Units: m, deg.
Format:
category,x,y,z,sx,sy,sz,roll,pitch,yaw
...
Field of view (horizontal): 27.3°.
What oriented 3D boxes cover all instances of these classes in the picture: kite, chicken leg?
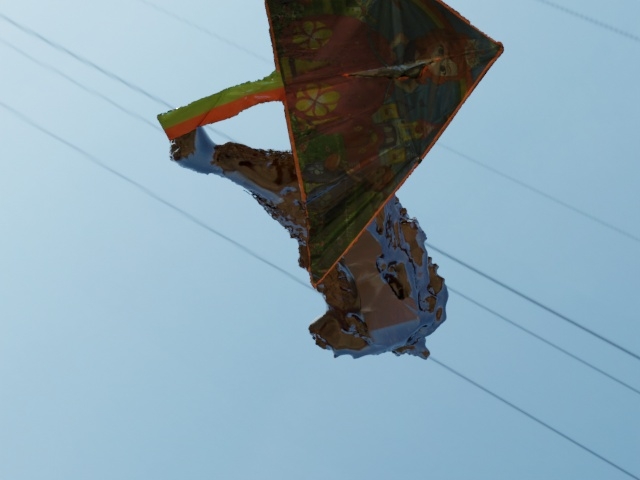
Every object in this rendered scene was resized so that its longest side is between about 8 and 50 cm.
category,x,y,z,sx,sy,sz,roll,pitch,yaw
kite,0.003,-0.072,0.592,0.159,0.010,0.190,-8,-79,4
chicken leg,0.006,-0.003,0.727,0.089,0.219,0.048,-38,-145,-1
